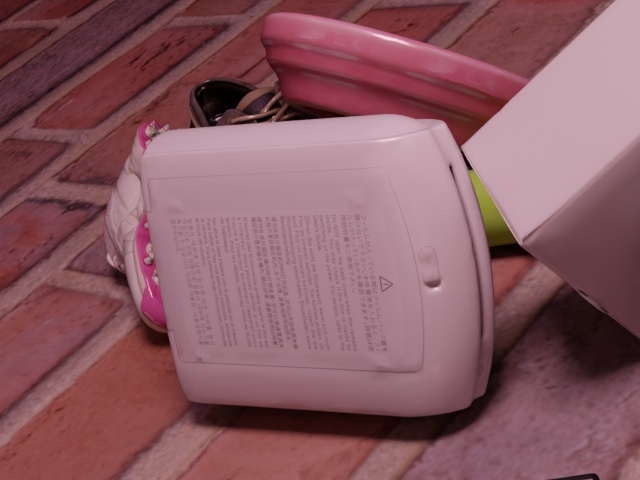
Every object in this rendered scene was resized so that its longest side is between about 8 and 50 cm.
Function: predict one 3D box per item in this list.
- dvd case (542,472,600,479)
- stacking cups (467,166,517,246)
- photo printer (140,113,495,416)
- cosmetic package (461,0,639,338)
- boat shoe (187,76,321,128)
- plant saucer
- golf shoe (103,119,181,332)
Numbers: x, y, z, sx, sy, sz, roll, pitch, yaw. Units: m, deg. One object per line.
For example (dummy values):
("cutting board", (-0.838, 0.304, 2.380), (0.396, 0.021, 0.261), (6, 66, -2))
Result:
("dvd case", (0.073, 0.246, 1.036), (0.253, 0.022, 0.180), (-12, 29, 20))
("stacking cups", (0.117, -0.031, 1.416), (0.316, 0.096, 0.096), (-7, 31, 26))
("photo printer", (0.003, 0.022, 1.245), (0.308, 0.256, 0.107), (-2, 14, 36))
("cosmetic package", (0.318, -0.111, 1.143), (0.365, 0.197, 0.155), (-42, 36, 15))
("boat shoe", (-0.064, -0.104, 1.644), (0.132, 0.130, 0.355), (-34, 29, -21))
("plant saucer", (0.092, -0.143, 1.488), (0.332, 0.332, 0.084), (18, 92, 51))
("golf shoe", (-0.175, 0.006, 1.586), (0.140, 0.115, 0.306), (-50, 28, 30))
